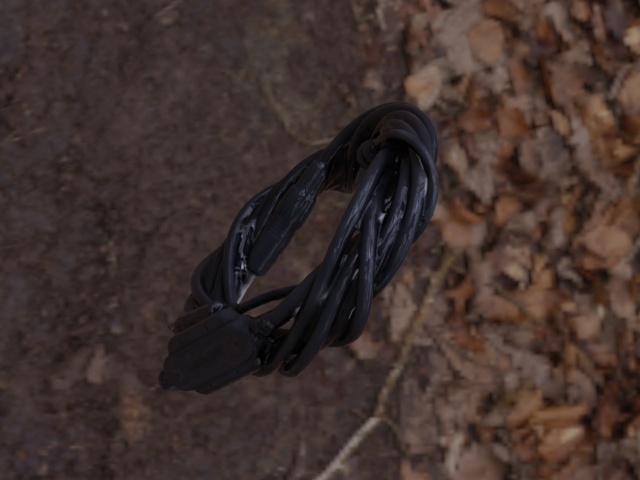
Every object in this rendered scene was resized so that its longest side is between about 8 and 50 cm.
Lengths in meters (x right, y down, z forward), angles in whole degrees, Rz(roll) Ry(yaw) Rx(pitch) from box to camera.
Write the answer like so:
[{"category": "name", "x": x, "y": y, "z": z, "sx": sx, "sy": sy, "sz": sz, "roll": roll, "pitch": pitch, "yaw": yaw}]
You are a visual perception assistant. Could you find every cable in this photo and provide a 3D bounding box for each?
[{"category": "cable", "x": 0.000, "y": 0.000, "z": 0.648, "sx": 0.047, "sy": 0.184, "sz": 0.150, "roll": 42, "pitch": 48, "yaw": -13}]
